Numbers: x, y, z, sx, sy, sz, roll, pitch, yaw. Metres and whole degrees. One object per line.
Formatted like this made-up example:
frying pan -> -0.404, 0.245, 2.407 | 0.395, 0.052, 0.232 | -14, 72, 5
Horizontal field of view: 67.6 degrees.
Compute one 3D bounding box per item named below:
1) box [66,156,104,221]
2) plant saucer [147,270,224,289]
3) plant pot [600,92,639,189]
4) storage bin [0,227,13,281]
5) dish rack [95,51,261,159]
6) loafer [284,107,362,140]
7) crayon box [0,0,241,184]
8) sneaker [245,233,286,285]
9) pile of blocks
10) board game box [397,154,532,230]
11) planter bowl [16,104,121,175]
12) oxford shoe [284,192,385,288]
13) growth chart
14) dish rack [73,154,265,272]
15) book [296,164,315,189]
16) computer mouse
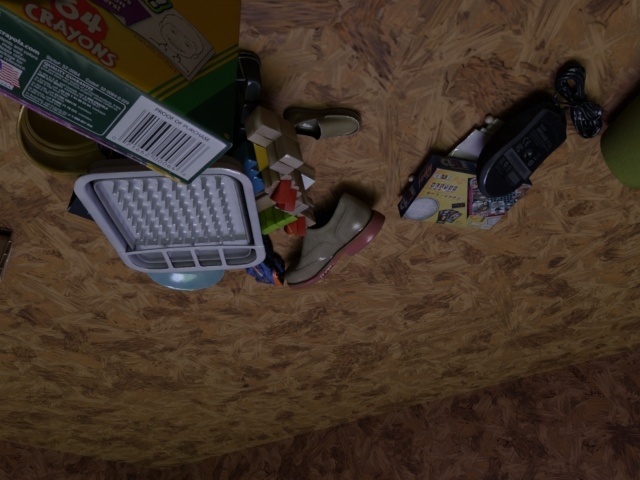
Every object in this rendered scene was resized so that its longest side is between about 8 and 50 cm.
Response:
box -> -0.387, -0.101, 0.951 | 0.158, 0.093, 0.156 | 26, 134, -34
plant saucer -> -0.344, 0.062, 1.221 | 0.195, 0.037, 0.195 | -5, 143, -4
plant pot -> 0.681, -0.216, 0.855 | 0.274, 0.275, 0.293 | 13, 155, -24
storage bin -> -0.813, 0.072, 0.978 | 0.262, 0.260, 0.123 | 20, 137, -30
dish rack -> -0.236, -0.211, 0.801 | 0.271, 0.074, 0.208 | -5, 144, -22
loafer -> 0.006, -0.213, 0.895 | 0.148, 0.050, 0.056 | -1, 143, -7
crayon box -> -0.266, -0.280, 0.545 | 0.106, 0.313, 0.363 | -31, 137, 34
sneaker -> -0.159, 0.052, 1.204 | 0.087, 0.083, 0.221 | -7, 141, 14
pile of blocks -> -0.092, -0.086, 0.901 | 0.149, 0.113, 0.362 | -14, 154, 0
board game box -> 0.318, -0.100, 1.065 | 0.243, 0.042, 0.165 | 7, 141, -20
planter bowl -> -0.391, -0.216, 0.767 | 0.217, 0.090, 0.217 | -39, 160, -17
oxford shoe -> 0.000, 0.000, 1.157 | 0.130, 0.123, 0.348 | 40, 130, -12
growth chart -> 0.331, -0.168, 1.030 | 0.172, 0.021, 0.237 | 21, 135, -33
dish rack -> -0.254, -0.048, 0.883 | 0.285, 0.072, 0.333 | -2, 150, -2
book -> -0.092, -0.119, 1.027 | 0.096, 0.035, 0.144 | 23, 137, -31
computer mouse -> 0.409, -0.198, 0.943 | 0.272, 0.072, 0.188 | -43, 130, 11
